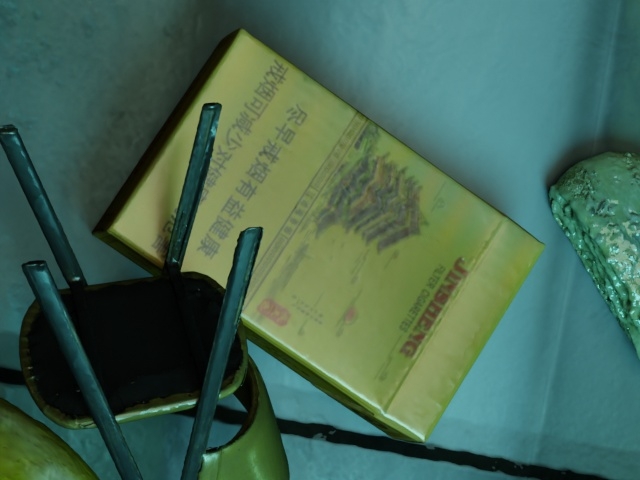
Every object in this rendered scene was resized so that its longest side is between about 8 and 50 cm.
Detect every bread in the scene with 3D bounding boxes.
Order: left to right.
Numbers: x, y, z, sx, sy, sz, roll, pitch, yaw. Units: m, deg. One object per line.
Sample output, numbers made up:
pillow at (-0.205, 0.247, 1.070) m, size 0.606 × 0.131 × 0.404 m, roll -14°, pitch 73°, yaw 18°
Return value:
bread at (0.273, 0.027, 1.407) m, size 0.232 × 0.064 × 0.172 m, roll 18°, pitch 81°, yaw -13°

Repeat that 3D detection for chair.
chair at (-0.105, 0.060, 1.186) m, size 0.172 × 0.159 × 0.247 m, roll -7°, pitch 125°, yaw -11°

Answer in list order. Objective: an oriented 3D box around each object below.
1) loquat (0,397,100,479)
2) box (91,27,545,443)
loquat at (-0.256, 0.248, 1.108) m, size 0.328 × 0.359 × 0.328 m, roll -6°, pitch 106°, yaw -21°
box at (0.000, 0.000, 1.327) m, size 0.274 × 0.076 × 0.174 m, roll 35°, pitch 81°, yaw -11°
